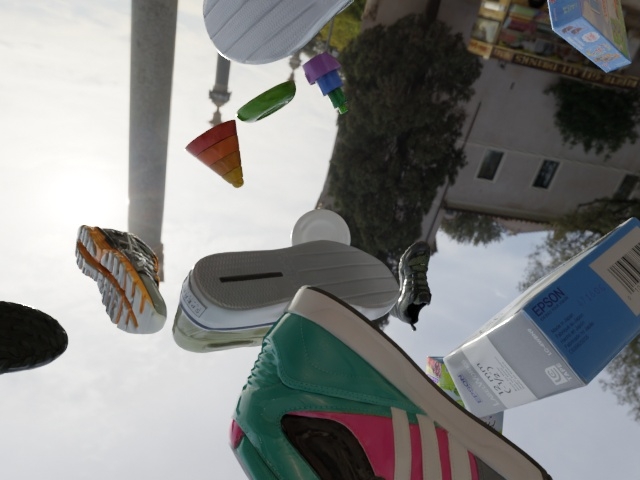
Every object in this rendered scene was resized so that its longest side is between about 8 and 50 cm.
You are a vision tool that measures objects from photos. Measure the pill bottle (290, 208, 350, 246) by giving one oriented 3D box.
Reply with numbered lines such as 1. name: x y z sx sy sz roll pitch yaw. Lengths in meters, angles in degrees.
1. pill bottle: 0.000 0.000 0.971 0.111 0.112 0.187 14 178 1

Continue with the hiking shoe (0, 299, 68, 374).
1. hiking shoe: -0.548 0.159 0.719 0.303 0.132 0.113 4 -118 -33

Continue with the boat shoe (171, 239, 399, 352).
1. boat shoe: -0.031 0.065 0.569 0.302 0.094 0.109 3 -132 -40

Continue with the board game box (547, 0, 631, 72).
1. board game box: 0.339 -0.321 0.619 0.211 0.160 0.039 -2 173 -44

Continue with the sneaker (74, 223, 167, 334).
1. sneaker: -0.248 0.041 0.637 0.083 0.084 0.215 0 -148 -47

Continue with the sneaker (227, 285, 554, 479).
1. sneaker: 0.047 0.192 0.354 0.295 0.124 0.178 40 -110 -2

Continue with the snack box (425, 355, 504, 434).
1. snack box: 0.318 0.367 1.073 0.174 0.207 0.070 4 -179 -18

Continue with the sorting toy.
1. sorting toy: -0.096 -0.208 0.923 0.365 0.126 0.127 -24 -170 29

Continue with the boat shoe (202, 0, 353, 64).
1. boat shoe: -0.001 -0.295 0.538 0.335 0.121 0.119 -7 -151 44

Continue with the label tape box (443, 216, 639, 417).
1. label tape box: 0.323 0.139 0.732 0.249 0.348 0.115 -31 -106 -24

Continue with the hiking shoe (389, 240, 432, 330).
1. hiking shoe: 0.258 0.117 1.259 0.086 0.227 0.114 2 -162 -30
